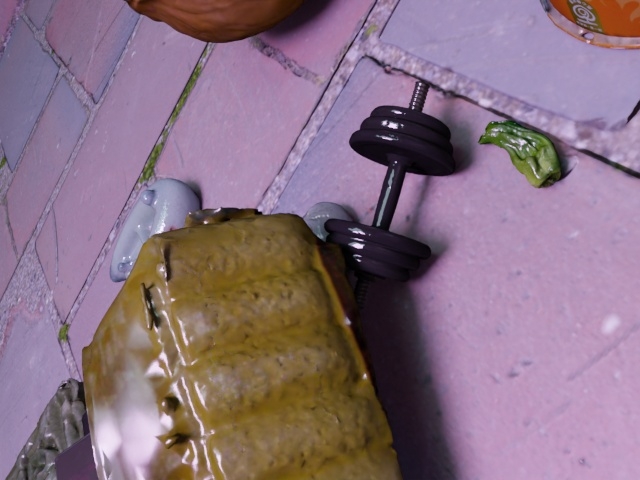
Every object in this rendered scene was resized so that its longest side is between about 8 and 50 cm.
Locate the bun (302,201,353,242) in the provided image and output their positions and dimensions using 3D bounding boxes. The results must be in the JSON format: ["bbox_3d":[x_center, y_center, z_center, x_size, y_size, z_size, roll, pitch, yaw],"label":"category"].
[{"bbox_3d":[0.000,0.000,0.589,0.083,0.045,0.083,-22,60,44],"label":"bun"}]

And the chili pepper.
[{"bbox_3d":[0.165,-0.075,0.466,0.091,0.030,0.034,56,140,43],"label":"chili pepper"}]

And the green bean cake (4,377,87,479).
[{"bbox_3d":[-0.305,0.332,0.717,0.255,0.132,0.241,-57,41,13],"label":"green bean cake"}]

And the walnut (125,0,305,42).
[{"bbox_3d":[-0.128,-0.432,0.646,0.308,0.353,0.398,-10,61,60],"label":"walnut"}]

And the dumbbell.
[{"bbox_3d":[0.061,-0.041,0.505,0.099,0.099,0.209,14,86,46],"label":"dumbbell"}]

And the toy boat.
[{"bbox_3d":[-0.253,0.001,0.820,0.208,0.078,0.134,-54,43,18],"label":"toy boat"}]

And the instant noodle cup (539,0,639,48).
[{"bbox_3d":[0.218,-0.276,0.376,0.230,0.182,0.231,-19,62,39],"label":"instant noodle cup"}]

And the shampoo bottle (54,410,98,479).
[{"bbox_3d":[-0.190,0.273,0.543,0.080,0.079,0.246,-35,54,9],"label":"shampoo bottle"}]

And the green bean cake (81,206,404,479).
[{"bbox_3d":[-0.095,0.158,0.491,0.285,0.201,0.310,-54,49,52],"label":"green bean cake"}]
